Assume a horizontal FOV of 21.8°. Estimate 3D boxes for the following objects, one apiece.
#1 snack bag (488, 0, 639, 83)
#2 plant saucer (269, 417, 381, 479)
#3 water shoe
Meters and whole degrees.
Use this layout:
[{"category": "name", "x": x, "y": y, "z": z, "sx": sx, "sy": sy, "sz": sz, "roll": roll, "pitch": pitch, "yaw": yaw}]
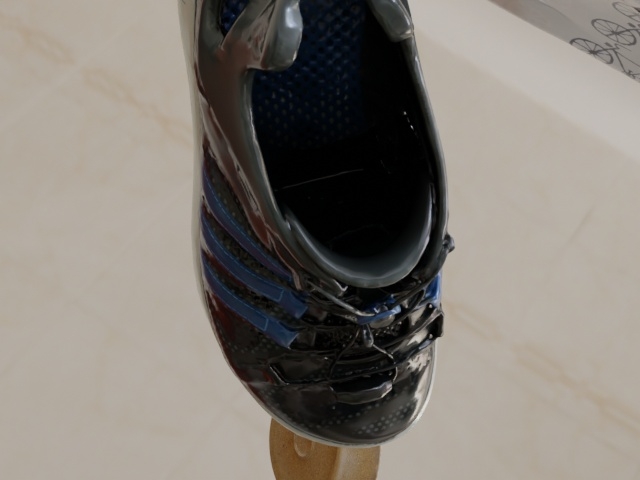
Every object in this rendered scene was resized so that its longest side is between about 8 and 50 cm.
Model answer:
[{"category": "snack bag", "x": 0.223, "y": -0.136, "z": 0.993, "sx": 0.323, "sy": 0.037, "sz": 0.342, "roll": 30, "pitch": -5, "yaw": -3}, {"category": "plant saucer", "x": -0.002, "y": 0.090, "z": 0.756, "sx": 0.083, "sy": 0.015, "sz": 0.083, "roll": -12, "pitch": -104, "yaw": 56}, {"category": "water shoe", "x": 0.000, "y": 0.000, "z": 0.464, "sx": 0.072, "sy": 0.080, "sz": 0.203, "roll": -17, "pitch": -51, "yaw": -5}]
